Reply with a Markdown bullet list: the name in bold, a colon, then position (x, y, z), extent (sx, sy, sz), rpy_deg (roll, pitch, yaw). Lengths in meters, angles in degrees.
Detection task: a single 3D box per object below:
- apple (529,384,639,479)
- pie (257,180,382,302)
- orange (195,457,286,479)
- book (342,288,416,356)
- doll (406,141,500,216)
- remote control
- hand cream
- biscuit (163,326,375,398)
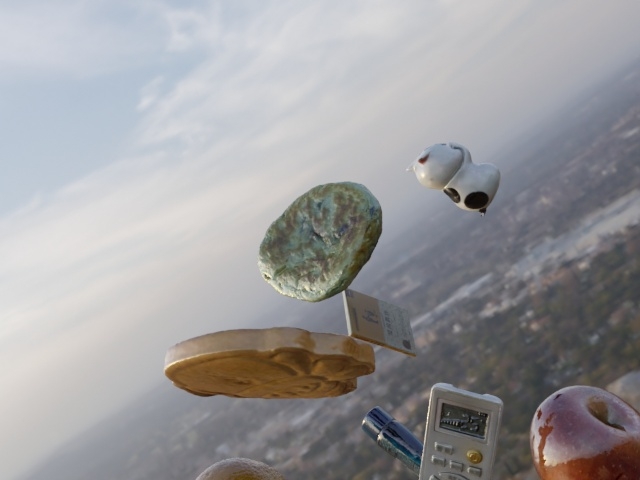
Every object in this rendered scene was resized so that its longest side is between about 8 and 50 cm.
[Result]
- **apple**: position (0.409, 0.322, 1.517), extent (0.201, 0.201, 0.162), rpy_deg (-34, -30, -56)
- **pie**: position (0.000, 0.000, 1.679), extent (0.240, 0.054, 0.240), rpy_deg (-21, 49, 26)
- **orange**: position (-0.145, 0.504, 1.761), extent (0.236, 0.236, 0.236), rpy_deg (-34, 1, 0)
- **book**: position (0.120, 0.166, 2.031), extent (0.172, 0.118, 0.012), rpy_deg (21, -48, -32)
- **doll**: position (0.276, -0.133, 2.037), extent (0.107, 0.181, 0.110), rpy_deg (-61, 6, -23)
- **remote control**: position (0.213, 0.357, 1.551), extent (0.109, 0.313, 0.055), rpy_deg (13, 27, 18)
- **hand cream**: position (0.195, 0.433, 1.950), extent (0.061, 0.270, 0.120), rpy_deg (-41, -25, -18)
- **biscuit**: position (-0.073, 0.209, 1.629), extent (0.351, 0.057, 0.312), rpy_deg (10, -24, -27)
